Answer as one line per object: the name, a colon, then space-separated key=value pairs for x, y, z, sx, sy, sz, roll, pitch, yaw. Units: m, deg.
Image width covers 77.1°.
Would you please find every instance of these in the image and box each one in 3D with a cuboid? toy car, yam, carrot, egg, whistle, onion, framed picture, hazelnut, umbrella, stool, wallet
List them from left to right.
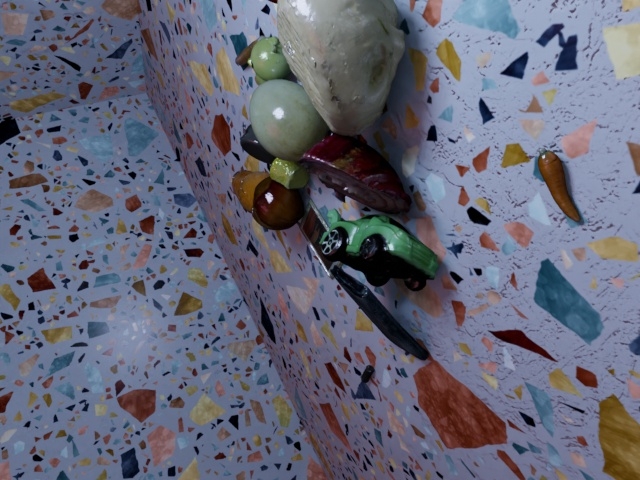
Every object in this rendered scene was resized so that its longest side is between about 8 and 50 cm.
yam: x=-0.253 y=-0.682 z=1.456 sx=0.263 sy=0.046 sz=0.046 roll=15 pitch=124 yaw=60
carrot: x=-0.305 y=-0.218 z=1.784 sx=0.254 sy=0.195 sz=0.196 roll=23 pitch=131 yaw=61
whistle: x=-0.180 y=-0.556 z=1.314 sx=0.294 sy=0.141 sz=0.141 roll=-15 pitch=97 yaw=65
stool: x=-0.193 y=-0.360 z=1.483 sx=0.153 sy=0.140 sz=0.228 roll=21 pitch=167 yaw=22
hazelnut: x=-0.164 y=-0.143 z=1.574 sx=0.217 sy=0.216 sz=0.251 roll=68 pitch=165 yaw=-2
egg: x=-0.107 y=-0.374 z=1.221 sx=0.296 sy=0.218 sz=0.219 roll=54 pitch=152 yaw=26
framed picture: x=0.000 y=0.000 z=1.558 sx=0.274 sy=0.015 sz=0.217 roll=58 pitch=153 yaw=19
onion: x=0.114 y=-0.171 z=1.025 sx=0.279 sy=0.146 sz=0.314 roll=23 pitch=176 yaw=12
umbrella: x=0.189 y=0.541 z=1.618 sx=0.036 sy=0.031 sz=0.133 roll=54 pitch=152 yaw=29
toy car: x=0.146 y=0.013 z=1.089 sx=0.213 sy=0.177 sz=0.358 roll=30 pitch=164 yaw=-29
wallet: x=0.172 y=0.222 z=1.179 sx=0.379 sy=0.046 sz=0.190 roll=48 pitch=170 yaw=-33
carrot: x=0.403 y=-0.095 z=0.681 sx=0.142 sy=0.035 sz=0.035 roll=62 pitch=155 yaw=-7

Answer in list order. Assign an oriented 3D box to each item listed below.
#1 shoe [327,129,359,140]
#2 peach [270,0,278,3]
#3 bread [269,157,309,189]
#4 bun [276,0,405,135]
shoe: x=0.051 y=-0.298 z=1.176 sx=0.159 sy=0.053 sz=0.062 roll=14 pitch=127 yaw=56
peach: x=-0.105 y=-0.691 z=0.997 sx=0.193 sy=0.190 sz=0.191 roll=-112 pitch=17 yaw=-46
bread: x=-0.106 y=-0.250 z=1.442 sx=0.114 sy=0.129 sz=0.111 roll=43 pitch=128 yaw=26
bun: x=0.047 y=-0.418 z=0.890 sx=0.326 sy=0.234 sz=0.362 roll=53 pitch=172 yaw=43
